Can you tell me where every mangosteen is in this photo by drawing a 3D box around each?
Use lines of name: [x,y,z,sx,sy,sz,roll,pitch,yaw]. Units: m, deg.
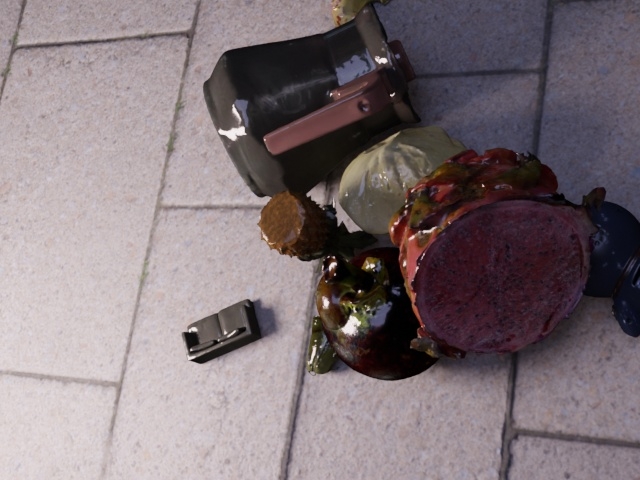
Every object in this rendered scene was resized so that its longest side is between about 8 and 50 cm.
mangosteen: [0.097,0.109,1.598,0.231,0.289,0.231,-11,65,24]

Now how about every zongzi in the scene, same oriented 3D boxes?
zongzi: [0.036,0.197,1.737,0.119,0.055,0.109,8,79,16]

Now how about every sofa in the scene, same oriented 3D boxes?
sofa: [-0.195,0.171,1.851,0.147,0.060,0.085,-24,64,17]

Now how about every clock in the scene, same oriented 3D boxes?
clock: [0.484,0.034,1.524,0.243,0.146,0.200,30,89,23]

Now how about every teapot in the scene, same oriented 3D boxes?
teapot: [-0.004,-0.251,1.746,0.361,0.376,0.306,-26,107,8]

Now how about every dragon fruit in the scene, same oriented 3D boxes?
dragon fruit: [0.253,0.000,1.492,0.314,0.296,0.263,-12,28,-5]

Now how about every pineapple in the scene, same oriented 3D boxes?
pineapple: [0.000,0.000,1.686,0.119,0.277,0.130,-33,66,18]

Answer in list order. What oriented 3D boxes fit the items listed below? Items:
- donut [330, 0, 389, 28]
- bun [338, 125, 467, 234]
donut: [0.076,-0.481,1.938,0.108,0.065,0.166,35,90,31]
bun: [0.150,-0.114,1.675,0.243,0.153,0.244,-19,25,9]
